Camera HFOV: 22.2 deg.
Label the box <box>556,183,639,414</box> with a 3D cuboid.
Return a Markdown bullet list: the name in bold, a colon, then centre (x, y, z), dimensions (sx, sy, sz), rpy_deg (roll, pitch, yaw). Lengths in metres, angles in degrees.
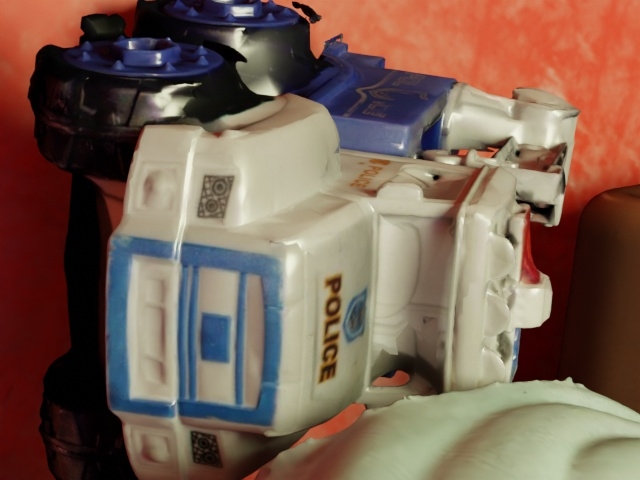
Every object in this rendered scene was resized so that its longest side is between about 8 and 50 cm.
- **box**: centre (0.263, 0.092, 0.743), dimensions (0.339, 0.239, 0.229), rpy_deg (-9, 106, -53)

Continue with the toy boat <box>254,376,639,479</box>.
- **toy boat**: centre (0.042, 0.117, 0.524), dimensions (0.290, 0.100, 0.199), rpy_deg (-8, 147, -31)

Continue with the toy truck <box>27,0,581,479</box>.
- **toy truck**: centre (0.000, 0.000, 0.592), dimensions (0.213, 0.177, 0.161), rpy_deg (-50, 145, -66)
